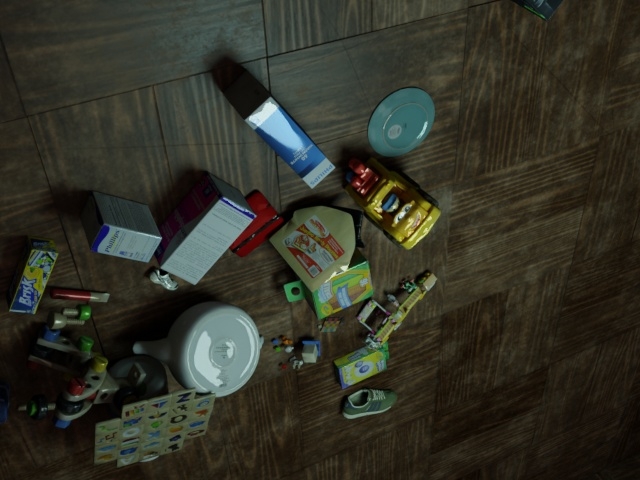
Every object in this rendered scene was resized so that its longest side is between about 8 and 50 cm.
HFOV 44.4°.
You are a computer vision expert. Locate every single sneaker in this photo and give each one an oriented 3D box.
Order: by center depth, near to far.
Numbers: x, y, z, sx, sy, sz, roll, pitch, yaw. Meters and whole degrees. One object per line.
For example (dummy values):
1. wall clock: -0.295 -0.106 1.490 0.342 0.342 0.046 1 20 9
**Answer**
1. sneaker: -0.368 0.091 1.867 0.083 0.032 0.037 28 108 -43
2. sneaker: 0.161 0.506 2.491 0.192 0.064 0.086 -14 136 -17

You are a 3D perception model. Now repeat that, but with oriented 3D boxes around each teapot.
1. teapot: -0.284 0.262 1.958 0.252 0.187 0.256 -51 121 -23

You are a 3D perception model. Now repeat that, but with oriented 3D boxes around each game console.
1. game console: -0.170 -0.038 1.895 0.144 0.085 0.124 -38 104 1
2. game console: 0.052 -0.037 1.974 0.071 0.122 0.107 -25 124 -67

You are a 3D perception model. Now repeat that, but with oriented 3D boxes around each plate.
1. plate: 0.203 -0.283 1.913 0.188 0.024 0.188 -17 133 -19

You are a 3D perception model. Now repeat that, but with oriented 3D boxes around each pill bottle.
1. pill bottle: -0.460 0.438 2.007 0.152 0.152 0.272 -15 131 -21

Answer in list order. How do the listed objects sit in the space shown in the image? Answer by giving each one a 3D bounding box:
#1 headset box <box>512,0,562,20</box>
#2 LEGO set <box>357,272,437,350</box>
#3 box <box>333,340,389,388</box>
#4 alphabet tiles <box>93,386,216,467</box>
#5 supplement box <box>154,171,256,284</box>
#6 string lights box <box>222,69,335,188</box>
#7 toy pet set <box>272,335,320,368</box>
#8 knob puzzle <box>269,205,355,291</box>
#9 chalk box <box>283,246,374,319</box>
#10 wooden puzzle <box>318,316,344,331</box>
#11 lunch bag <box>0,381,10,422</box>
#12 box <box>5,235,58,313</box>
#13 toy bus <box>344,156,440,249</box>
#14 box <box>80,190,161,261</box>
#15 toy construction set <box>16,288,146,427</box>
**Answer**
1. headset box: 0.369 -0.601 1.601 0.283 0.246 0.131 22 111 -42
2. LEGO set: 0.206 0.186 2.266 0.287 0.107 0.132 -52 168 9
3. box: 0.132 0.374 2.387 0.179 0.043 0.105 -24 134 -14
4. alphabet tiles: -0.401 0.455 1.887 0.285 0.011 0.342 -11 147 -24
5. supplement box: -0.270 -0.026 1.776 0.220 0.111 0.114 -49 133 12
6. string lights box: -0.086 -0.238 1.699 0.077 0.133 0.259 -42 134 5
7. toy pet set: -0.063 0.301 2.216 0.114 0.065 0.122 -1 131 14
8. knob puzzle: 0.000 0.000 1.926 0.213 0.030 0.213 0 94 -2
9. chalk box: 0.011 0.103 2.031 0.213 0.132 0.132 -24 133 -12
10. wooden puzzle: 0.029 0.241 2.242 0.083 0.006 0.049 2 124 -32
11. lunch bag: -0.766 0.373 1.836 0.067 0.065 0.098 5 125 -15
12. box: -0.623 0.076 1.688 0.059 0.054 0.169 10 118 -37
13. toy bus: 0.154 -0.109 1.895 0.149 0.220 0.211 -49 127 7
14. box: -0.427 -0.029 1.670 0.137 0.126 0.072 16 117 -38
15. toy construction set: -0.523 0.273 1.810 0.237 0.257 0.309 7 91 -42
